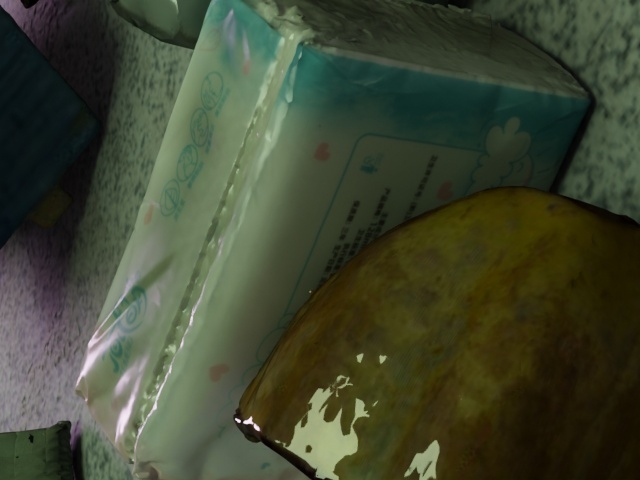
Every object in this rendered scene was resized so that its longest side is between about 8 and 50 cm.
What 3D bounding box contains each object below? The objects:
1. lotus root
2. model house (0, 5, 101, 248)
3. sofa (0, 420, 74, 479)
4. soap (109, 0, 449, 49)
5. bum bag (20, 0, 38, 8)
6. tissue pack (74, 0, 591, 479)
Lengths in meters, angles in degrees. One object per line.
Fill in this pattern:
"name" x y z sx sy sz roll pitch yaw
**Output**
"lotus root" 0.082 0.060 0.829 0.199 0.188 0.180 25 91 43
"model house" -0.408 -0.065 1.409 0.334 0.342 0.382 -51 12 -9
"sofa" -0.283 0.271 1.427 0.225 0.176 0.210 105 158 -70
"soap" -0.038 -0.351 1.014 0.350 0.213 0.435 32 113 50
"bum bag" -0.208 -0.282 1.379 0.102 0.069 0.248 54 139 -5
"tissue pack" 0.002 0.000 0.933 0.124 0.201 0.271 50 125 49
